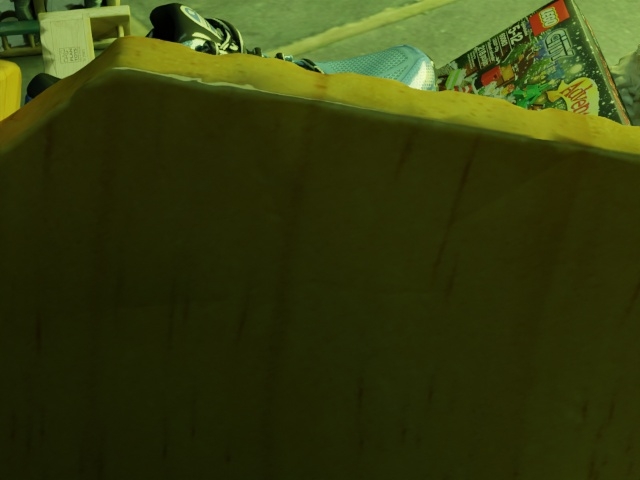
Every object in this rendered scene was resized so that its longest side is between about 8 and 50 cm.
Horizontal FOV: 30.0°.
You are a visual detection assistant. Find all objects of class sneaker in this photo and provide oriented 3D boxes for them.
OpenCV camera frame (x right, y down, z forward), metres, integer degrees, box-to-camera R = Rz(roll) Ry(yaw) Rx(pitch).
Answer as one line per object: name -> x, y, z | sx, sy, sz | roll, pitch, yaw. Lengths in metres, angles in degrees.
sneaker -> -0.059, -0.103, 0.877 | 0.330, 0.147, 0.130 | -17, 26, -23

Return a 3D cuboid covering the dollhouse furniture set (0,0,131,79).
dollhouse furniture set -> -0.227, -0.168, 1.019 | 0.129, 0.129, 0.184 | -7, 70, -10

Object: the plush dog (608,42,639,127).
plush dog -> 0.343, -0.076, 0.867 | 0.262, 0.210, 0.225 | -9, 64, -13

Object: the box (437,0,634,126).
box -> 0.144, -0.073, 0.880 | 0.159, 0.044, 0.233 | -30, 34, 20

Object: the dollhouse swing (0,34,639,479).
dollhouse swing -> 0.000, 0.000, 0.596 | 0.346, 0.315, 0.305 | 9, 35, -8
